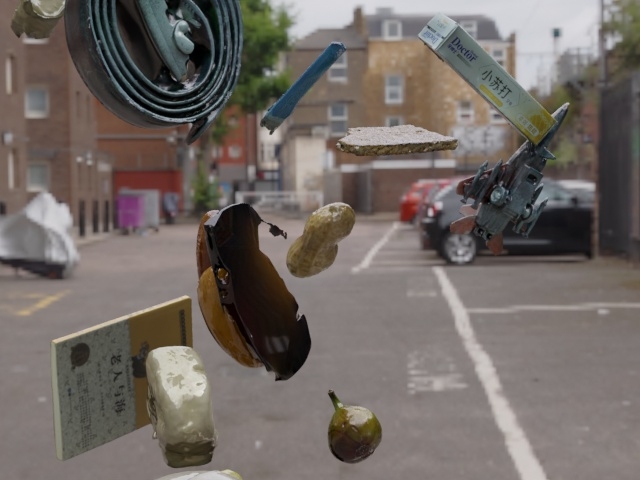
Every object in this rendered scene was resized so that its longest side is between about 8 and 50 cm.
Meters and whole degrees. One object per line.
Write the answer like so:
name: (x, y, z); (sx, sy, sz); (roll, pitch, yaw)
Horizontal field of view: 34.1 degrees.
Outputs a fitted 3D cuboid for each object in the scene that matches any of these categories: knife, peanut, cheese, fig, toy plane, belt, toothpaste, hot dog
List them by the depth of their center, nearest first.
belt: (-0.200, -0.246, 1.279); (0.206, 0.268, 0.116); (-18, 8, -30)
fig: (0.042, 0.261, 1.453); (0.082, 0.084, 0.098); (-35, 39, 4)
cheese: (-0.213, 0.254, 1.576); (0.093, 0.159, 0.263); (-13, -21, -15)
hot dog: (-0.128, 0.078, 1.665); (0.107, 0.326, 0.194); (-2, 26, 28)
toothpaste: (0.310, -0.295, 1.911); (0.313, 0.071, 0.089); (36, 11, -33)
peanut: (0.002, 0.000, 1.981); (0.089, 0.089, 0.193); (-2, -39, -38)
knife: (-0.037, -0.288, 1.993); (0.044, 0.026, 0.296); (23, -39, -24)
toy plane: (0.392, -0.124, 2.031); (0.223, 0.326, 0.104); (25, 21, -33)
cheese: (-0.543, -0.467, 2.040); (0.091, 0.175, 0.202); (21, -25, -20)

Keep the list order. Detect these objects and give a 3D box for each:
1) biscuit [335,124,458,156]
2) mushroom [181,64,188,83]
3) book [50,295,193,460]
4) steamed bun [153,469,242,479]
biscuit: (0.107, -0.166, 1.740); (0.237, 0.026, 0.131); (-8, 20, -38)
mushroom: (-0.188, -0.272, 1.596); (0.083, 0.084, 0.067); (-1, 23, -9)
book: (-0.419, 0.290, 2.260); (0.032, 0.269, 0.389); (12, 19, 36)
steamed bun: (-0.208, 0.576, 1.755); (0.334, 0.374, 0.334); (-3, 7, 0)
